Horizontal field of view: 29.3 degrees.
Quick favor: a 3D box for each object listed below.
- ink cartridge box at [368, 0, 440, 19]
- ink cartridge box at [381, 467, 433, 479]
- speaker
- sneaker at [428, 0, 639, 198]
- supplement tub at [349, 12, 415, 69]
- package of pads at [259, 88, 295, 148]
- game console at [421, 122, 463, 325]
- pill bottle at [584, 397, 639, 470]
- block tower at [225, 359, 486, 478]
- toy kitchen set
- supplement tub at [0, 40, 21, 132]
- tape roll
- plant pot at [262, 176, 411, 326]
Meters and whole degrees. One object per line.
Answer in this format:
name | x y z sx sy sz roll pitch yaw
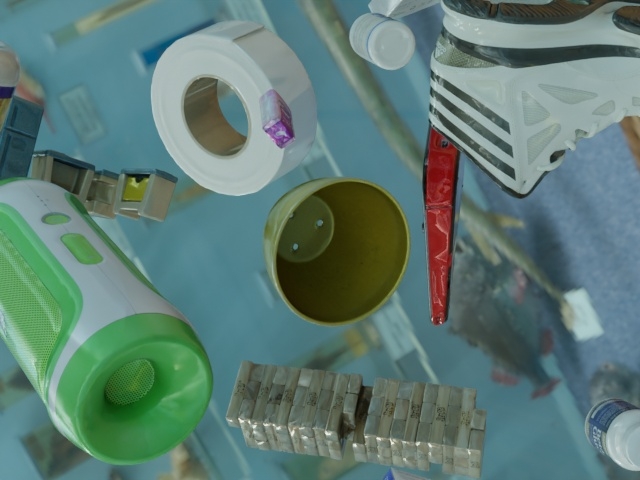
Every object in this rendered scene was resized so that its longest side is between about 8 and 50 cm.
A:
ink cartridge box | 0.208 -0.424 1.850 0.045 0.223 0.224 61 148 5
ink cartridge box | 0.122 0.259 1.001 0.097 0.207 0.046 -58 27 23
speaker | -0.199 0.054 0.978 0.296 0.131 0.131 39 152 49
sneaker | 0.342 -0.187 1.568 0.169 0.447 0.257 -106 23 -54
supplement tub | 0.088 -0.288 1.760 0.107 0.071 0.071 -131 18 -65
package of pads | -0.062 -0.174 1.741 0.050 0.032 0.083 47 -160 -33
game console | 0.212 -0.102 2.080 0.386 0.060 0.342 -76 -11 -46
pill bottle | 0.478 0.303 1.891 0.094 0.094 0.169 62 176 -4
block tower | 0.052 0.238 1.626 0.335 0.091 0.097 7 146 11
toy kitchen set | -0.320 -0.110 1.645 0.166 0.207 0.122 4 79 45
supplement tub | -0.492 -0.092 1.350 0.241 0.241 0.331 34 106 53
tape roll | -0.147 -0.223 2.055 0.286 0.100 0.286 18 122 30
plant pot | 0.000 0.000 1.104 0.095 0.134 0.134 30 145 60
